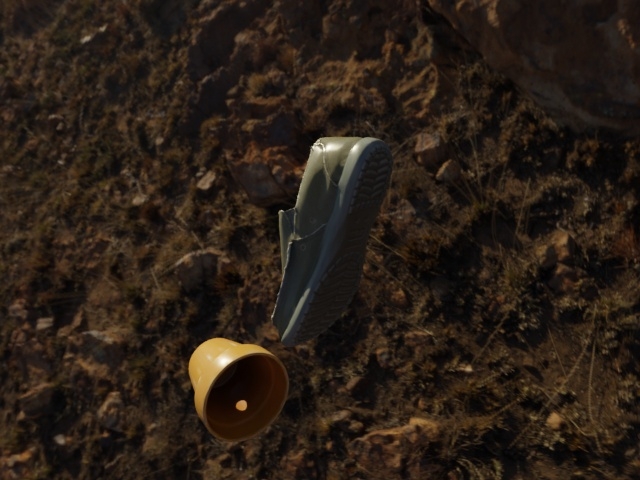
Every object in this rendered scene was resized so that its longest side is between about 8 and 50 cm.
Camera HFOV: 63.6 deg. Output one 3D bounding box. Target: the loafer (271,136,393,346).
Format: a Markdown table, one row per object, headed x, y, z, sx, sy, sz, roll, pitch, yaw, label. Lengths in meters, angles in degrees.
| x | y | z | sx | sy | sz | roll | pitch | yaw | label |
| --- | --- | --- | --- | --- | --- | --- | --- | --- | --- |
| 0.000 | 0.000 | 0.570 | 0.087 | 0.094 | 0.252 | 30 | 108 | 32 | loafer |

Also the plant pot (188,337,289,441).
| x | y | z | sx | sy | sz | roll | pitch | yaw | label |
| --- | --- | --- | --- | --- | --- | --- | --- | --- | --- |
| -0.206 | 0.315 | 1.173 | 0.187 | 0.205 | 0.205 | 21 | 81 | 52 | plant pot |
